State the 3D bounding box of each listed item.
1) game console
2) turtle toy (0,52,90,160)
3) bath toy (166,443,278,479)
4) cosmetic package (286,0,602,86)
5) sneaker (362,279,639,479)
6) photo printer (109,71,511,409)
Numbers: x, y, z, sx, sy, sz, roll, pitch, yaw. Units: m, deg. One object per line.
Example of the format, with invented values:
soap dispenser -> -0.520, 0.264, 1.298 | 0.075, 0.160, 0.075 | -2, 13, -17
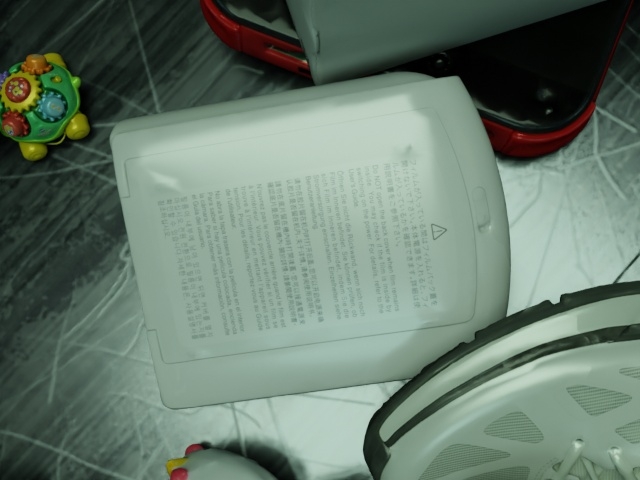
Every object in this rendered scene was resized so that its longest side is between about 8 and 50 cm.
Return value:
game console -> 0.108, -0.287, 0.692 | 0.386, 0.060, 0.342 | 22, 83, 3
turtle toy -> -0.294, -0.131, 0.733 | 0.130, 0.066, 0.095 | -26, 79, 3
bath toy -> -0.175, 0.305, 0.626 | 0.348, 0.151, 0.129 | -47, 43, -2
cosmetic package -> 0.151, -0.263, 0.554 | 0.384, 0.217, 0.156 | -16, 83, -4
sneaker -> 0.265, 0.165, 0.522 | 0.447, 0.169, 0.258 | -18, 55, 3
photo printer -> 0.000, 0.000, 0.629 | 0.307, 0.107, 0.256 | -9, 97, 6
